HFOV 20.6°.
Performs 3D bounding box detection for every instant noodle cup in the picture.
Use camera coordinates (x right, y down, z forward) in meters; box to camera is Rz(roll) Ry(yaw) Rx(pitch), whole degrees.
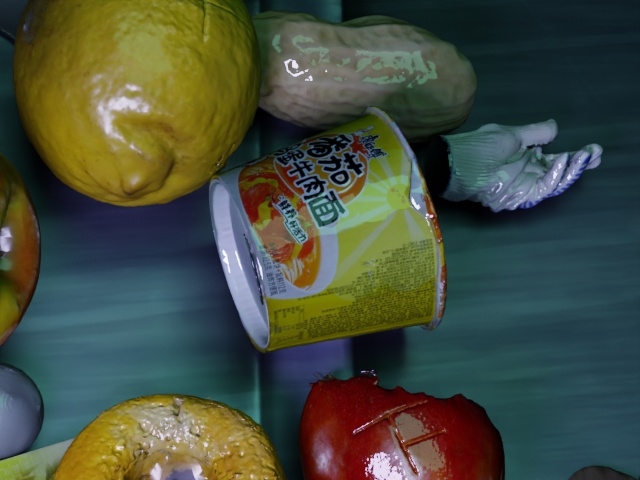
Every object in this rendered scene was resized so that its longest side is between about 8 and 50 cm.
[{"bbox_3d":[0.000,0.000,1.942,0.200,0.264,0.264,-16,65,-13],"label":"instant noodle cup"}]

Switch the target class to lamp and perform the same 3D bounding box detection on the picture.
[{"bbox_3d":[-0.337,0.177,1.815,0.105,0.105,0.105,7,58,-11],"label":"lamp"}]

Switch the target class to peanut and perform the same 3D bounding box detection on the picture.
[{"bbox_3d":[0.034,-0.203,2.124,0.313,0.152,0.152,5,59,-9],"label":"peanut"}]

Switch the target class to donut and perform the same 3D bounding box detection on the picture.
[{"bbox_3d":[-0.150,0.262,1.736,0.253,0.118,0.253,-2,50,3],"label":"donut"}]

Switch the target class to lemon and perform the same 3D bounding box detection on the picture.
[{"bbox_3d":[-0.205,-0.185,1.965,0.297,0.297,0.297,7,58,-11],"label":"lemon"}]

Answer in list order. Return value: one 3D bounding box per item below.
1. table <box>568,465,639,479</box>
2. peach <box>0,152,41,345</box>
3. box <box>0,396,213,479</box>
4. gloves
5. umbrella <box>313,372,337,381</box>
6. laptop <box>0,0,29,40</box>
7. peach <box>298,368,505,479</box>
[{"bbox_3d":[0.399,0.349,1.827,0.317,0.249,0.317,7,58,-11],"label":"table"},{"bbox_3d":[-0.455,0.004,1.789,0.332,0.308,0.308,8,57,8],"label":"peach"},{"bbox_3d":[-0.201,0.282,1.816,0.260,0.062,0.175,-15,64,-24],"label":"box"},{"bbox_3d":[0.237,-0.094,2.141,0.229,0.097,0.119,-6,66,-13],"label":"gloves"},{"bbox_3d":[0.024,0.175,1.964,0.083,0.031,0.020,43,27,10],"label":"umbrella"},{"bbox_3d":[-0.358,-0.328,2.165,0.269,0.015,0.188,34,57,6],"label":"laptop"},{"bbox_3d":[0.083,0.224,1.856,0.226,0.196,0.190,52,28,14],"label":"peach"}]
